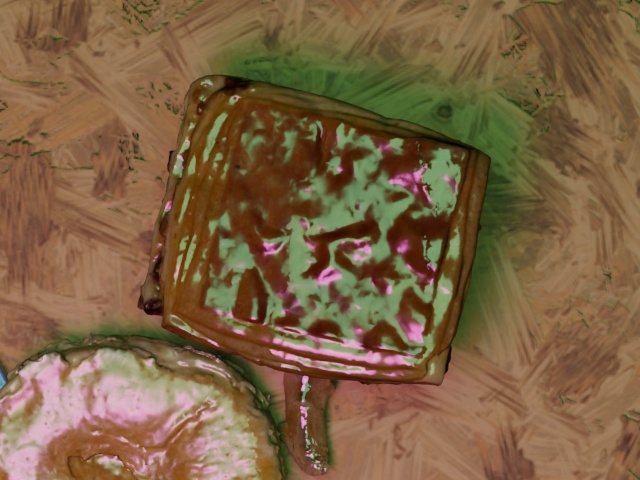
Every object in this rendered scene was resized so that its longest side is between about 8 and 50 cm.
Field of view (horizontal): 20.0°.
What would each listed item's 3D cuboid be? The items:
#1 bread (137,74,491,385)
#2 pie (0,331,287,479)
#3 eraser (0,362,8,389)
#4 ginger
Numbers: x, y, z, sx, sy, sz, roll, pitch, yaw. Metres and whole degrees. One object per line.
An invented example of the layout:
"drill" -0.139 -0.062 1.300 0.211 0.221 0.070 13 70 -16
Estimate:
"bread" 0.000 0.000 1.808 0.325 0.167 0.277 12 82 13
"pie" -0.198 0.249 1.807 0.340 0.083 0.339 1 83 -5
"eraser" -0.355 0.147 1.866 0.063 0.027 0.084 -30 82 -2
"ginger" -0.014 0.170 1.845 0.057 0.044 0.137 4 83 -14
